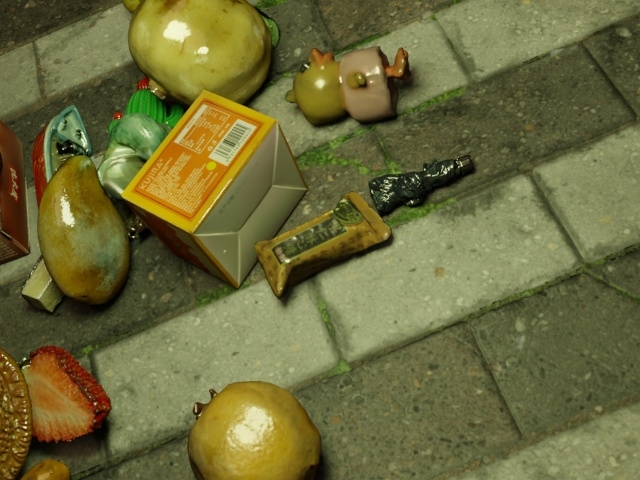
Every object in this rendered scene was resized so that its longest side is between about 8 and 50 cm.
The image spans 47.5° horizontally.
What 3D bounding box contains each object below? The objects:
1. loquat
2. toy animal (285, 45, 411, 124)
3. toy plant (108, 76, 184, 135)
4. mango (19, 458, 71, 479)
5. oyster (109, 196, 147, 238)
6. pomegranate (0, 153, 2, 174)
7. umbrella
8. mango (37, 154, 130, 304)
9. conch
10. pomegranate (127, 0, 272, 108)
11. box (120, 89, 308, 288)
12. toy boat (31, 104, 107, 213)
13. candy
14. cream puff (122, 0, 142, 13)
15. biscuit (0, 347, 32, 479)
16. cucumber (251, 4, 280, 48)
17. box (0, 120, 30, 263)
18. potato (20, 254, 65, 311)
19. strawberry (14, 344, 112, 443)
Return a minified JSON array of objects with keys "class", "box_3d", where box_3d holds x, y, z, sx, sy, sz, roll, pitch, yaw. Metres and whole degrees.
[{"class":"loquat","box_3d":[-0.116,0.359,1.266,0.238,0.193,0.238,-1,65,3]},{"class":"toy animal","box_3d":[0.058,-0.344,1.617,0.281,0.195,0.169,1,103,11]},{"class":"toy plant","box_3d":[-0.407,-0.304,1.757,0.154,0.088,0.240,20,54,7]},{"class":"mango","box_3d":[-0.540,0.472,1.391,0.127,0.063,0.077,-39,68,-6]},{"class":"oyster","box_3d":[-0.383,-0.117,1.649,0.259,0.092,0.198,-33,56,-1]},{"class":"pomegranate","box_3d":[-0.804,-0.137,1.583,0.214,0.214,0.248,1,96,15]},{"class":"umbrella","box_3d":[0.212,-0.123,1.508,0.224,0.071,0.080,-20,87,-2]},{"class":"mango","box_3d":[-0.496,-0.020,1.529,0.146,0.192,0.316,-1,99,33]},{"class":"conch","box_3d":[-0.391,-0.184,1.564,0.188,0.122,0.176,-45,63,6]},{"class":"pomegranate","box_3d":[-0.280,-0.447,1.686,0.332,0.332,0.333,-6,61,12]},{"class":"box","box_3d":[-0.210,-0.103,1.495,0.213,0.259,0.284,27,72,25]},{"class":"toy boat","box_3d":[-0.574,-0.169,1.687,0.133,0.145,0.332,-22,64,15]},{"class":"candy","box_3d":[0.000,0.000,1.481,0.271,0.101,0.143,-28,65,-8]},{"class":"cream puff","box_3d":[-0.399,-0.639,1.891,0.221,0.195,0.195,-30,59,-16]},{"class":"biscuit","box_3d":[-0.675,0.355,1.432,0.305,0.038,0.305,-3,83,31]},{"class":"cucumber","box_3d":[-0.178,-0.568,1.849,0.220,0.070,0.046,37,47,26]},{"class":"box","box_3d":[-0.908,-0.071,1.740,0.385,0.122,0.345,-19,59,4]},{"class":"potato","box_3d":[-0.593,0.092,1.594,0.061,0.086,0.122,13,61,23]},{"class":"strawberry","box_3d":[-0.520,0.306,1.440,0.286,0.106,0.188,17,92,25]}]
